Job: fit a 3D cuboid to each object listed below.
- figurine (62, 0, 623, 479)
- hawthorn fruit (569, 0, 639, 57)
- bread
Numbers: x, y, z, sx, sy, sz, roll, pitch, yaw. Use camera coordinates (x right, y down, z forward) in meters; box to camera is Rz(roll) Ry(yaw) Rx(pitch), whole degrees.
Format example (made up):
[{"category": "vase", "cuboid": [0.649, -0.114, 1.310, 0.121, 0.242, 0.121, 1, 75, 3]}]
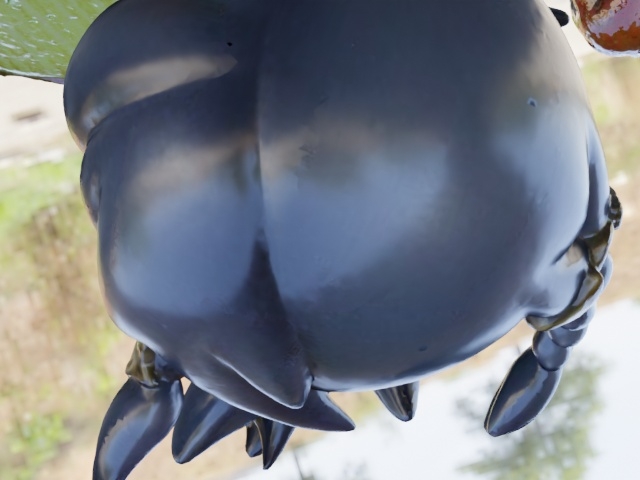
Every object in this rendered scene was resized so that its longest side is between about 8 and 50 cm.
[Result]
[{"category": "figurine", "cuboid": [0.002, -0.012, 0.603, 0.197, 0.175, 0.265, -13, 169, 9]}, {"category": "hawthorn fruit", "cuboid": [0.184, -0.152, 1.000, 0.093, 0.093, 0.093, -18, 178, -1]}, {"category": "bread", "cuboid": [-0.240, -0.201, 1.455, 0.301, 0.045, 0.301, 2, 165, 1]}]
